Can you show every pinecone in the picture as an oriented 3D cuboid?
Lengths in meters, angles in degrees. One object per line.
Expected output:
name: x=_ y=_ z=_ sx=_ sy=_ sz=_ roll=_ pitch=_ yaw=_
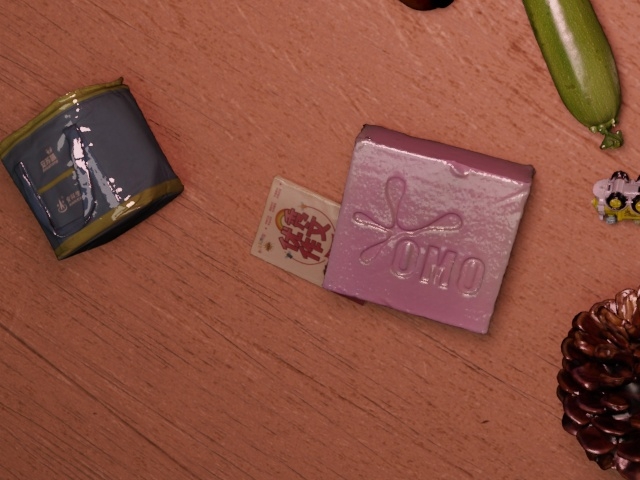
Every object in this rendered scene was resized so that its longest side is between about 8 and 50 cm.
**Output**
pinecone: x=0.505 y=0.214 z=1.699 sx=0.298 sy=0.242 sz=0.295 roll=-1 pitch=110 yaw=28

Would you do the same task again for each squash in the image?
squash: x=0.372 y=-0.309 z=1.648 sx=0.101 sy=0.101 sz=0.378 roll=-18 pitch=102 yaw=25

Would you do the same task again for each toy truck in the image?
toy truck: x=0.478 y=-0.058 z=1.715 sx=0.111 sy=0.076 sz=0.076 roll=5 pitch=130 yaw=21

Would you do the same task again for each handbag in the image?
handbag: x=-0.406 y=-0.124 z=1.947 sx=0.263 sy=0.222 sz=0.241 roll=-32 pitch=90 yaw=29

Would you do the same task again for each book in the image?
book: x=0.000 y=0.000 z=1.943 sx=0.232 sy=0.022 sz=0.162 roll=25 pitch=114 yaw=11

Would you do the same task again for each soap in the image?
soap: x=0.175 y=-0.021 z=1.810 sx=0.296 sy=0.107 sz=0.285 roll=14 pitch=113 yaw=8

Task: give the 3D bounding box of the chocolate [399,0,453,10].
chocolate: x=0.148 y=-0.424 z=1.702 sx=0.133 sy=0.127 sz=0.124 roll=25 pitch=85 yaw=25
